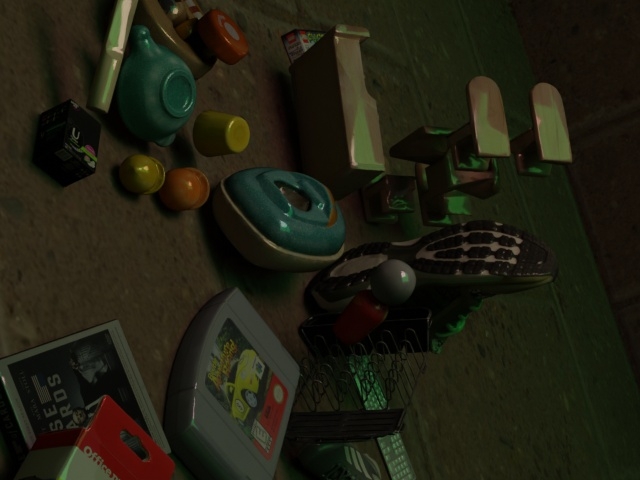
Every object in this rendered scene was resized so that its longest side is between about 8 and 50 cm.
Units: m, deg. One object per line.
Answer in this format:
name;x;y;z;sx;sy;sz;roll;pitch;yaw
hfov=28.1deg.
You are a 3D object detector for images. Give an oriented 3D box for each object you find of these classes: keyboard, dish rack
keyboard;0.096;0.284;2.114;0.072;0.014;0.256;-13;81;-64
dish rack;0.049;0.201;1.885;0.271;0.208;0.074;-60;139;-57

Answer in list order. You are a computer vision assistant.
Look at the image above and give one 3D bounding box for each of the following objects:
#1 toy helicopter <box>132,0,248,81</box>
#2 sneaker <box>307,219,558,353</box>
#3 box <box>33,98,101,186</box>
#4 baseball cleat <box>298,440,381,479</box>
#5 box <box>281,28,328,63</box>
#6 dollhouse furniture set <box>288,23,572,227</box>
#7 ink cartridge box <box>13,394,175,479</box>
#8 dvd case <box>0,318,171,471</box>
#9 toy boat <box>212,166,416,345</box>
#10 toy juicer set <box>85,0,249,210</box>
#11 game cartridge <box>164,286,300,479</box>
toy helicopter;-0.233;-0.375;1.917;0.235;0.140;0.355;43;23;-26
sneaker;0.192;0.089;2.025;0.182;0.410;0.158;65;34;-26
box;-0.315;-0.122;1.596;0.062;0.052;0.083;44;34;-41
baseball cleat;0.046;0.349;1.879;0.206;0.072;0.109;29;24;-52
box;0.005;-0.337;2.404;0.207;0.036;0.114;-16;84;-64
dollhouse furniture set;0.166;-0.206;2.251;0.394;0.362;0.256;2;72;-30
ink cartridge box;-0.253;0.288;1.307;0.134;0.078;0.231;52;43;-29
dvd case;-0.272;0.196;1.455;0.238;0.029;0.179;-19;86;-65
toy boat;0.000;0.000;1.907;0.318;0.148;0.267;48;22;16
toy juicer set;-0.240;-0.173;1.735;0.329;0.089;0.209;52;56;-42
game cartridge;-0.118;0.204;1.723;0.196;0.060;0.294;50;30;-25
